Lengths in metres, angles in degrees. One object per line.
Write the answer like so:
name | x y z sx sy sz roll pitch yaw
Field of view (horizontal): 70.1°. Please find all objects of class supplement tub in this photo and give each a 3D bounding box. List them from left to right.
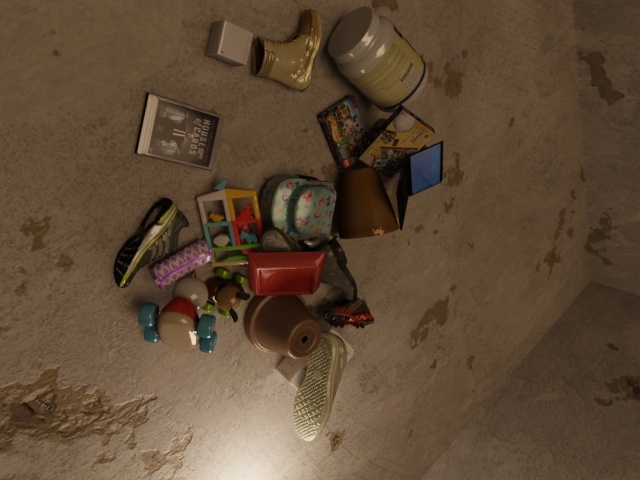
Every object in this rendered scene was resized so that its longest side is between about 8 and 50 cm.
supplement tub | 0.206 -0.635 1.623 0.325 0.235 0.235 29 86 -39

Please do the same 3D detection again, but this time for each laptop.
laptop | 0.378 -0.202 1.723 0.234 0.137 0.264 70 31 -53

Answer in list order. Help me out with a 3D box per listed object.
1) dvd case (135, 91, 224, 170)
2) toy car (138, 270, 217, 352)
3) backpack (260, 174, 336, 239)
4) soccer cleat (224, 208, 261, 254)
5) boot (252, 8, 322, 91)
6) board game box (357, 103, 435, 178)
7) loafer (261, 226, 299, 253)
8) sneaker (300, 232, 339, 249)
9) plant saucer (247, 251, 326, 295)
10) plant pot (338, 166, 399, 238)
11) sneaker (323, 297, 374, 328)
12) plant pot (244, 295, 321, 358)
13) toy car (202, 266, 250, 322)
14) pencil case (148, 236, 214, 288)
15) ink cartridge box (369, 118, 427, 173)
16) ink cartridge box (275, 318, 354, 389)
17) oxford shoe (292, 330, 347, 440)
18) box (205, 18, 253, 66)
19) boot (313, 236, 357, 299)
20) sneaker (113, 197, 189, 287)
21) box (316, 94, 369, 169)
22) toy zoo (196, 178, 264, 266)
dvd case | -0.422 -0.323 1.384 0.239 0.030 0.179 8 99 -38
toy car | -0.428 0.212 1.475 0.210 0.219 0.237 102 -1 -51
backpack | -0.079 -0.119 1.614 0.254 0.191 0.225 4 103 -33
soccer cleat | -0.255 -0.005 1.589 0.083 0.095 0.248 -24 109 13
boot | -0.111 -0.639 1.479 0.204 0.095 0.261 5 105 -37
board game box | 0.275 -0.355 1.674 0.165 0.042 0.243 28 126 -25
loafer | -0.132 0.022 1.551 0.251 0.095 0.087 66 20 -55
sneaker | 0.000 0.000 1.787 0.191 0.071 0.082 7 90 -43
plant saucer | -0.119 0.126 1.583 0.259 0.047 0.258 0 147 -6
plant pot | 0.169 -0.151 1.775 0.237 0.237 0.254 -15 100 -33
sneaker | 0.108 0.293 1.913 0.276 0.098 0.135 12 53 -43
plant pot | -0.117 0.319 1.688 0.263 0.229 0.262 -12 110 -35
toy car | -0.296 0.197 1.539 0.149 0.188 0.155 26 88 -39
pencil case | -0.440 0.075 1.458 0.206 0.088 0.086 -33 123 -23
ink cartridge box | 0.329 -0.367 1.827 0.088 0.193 0.234 -50 126 -13
ink cartridge box | -0.018 0.497 1.889 0.273 0.115 0.198 -48 127 -14
oxford shoe | 0.006 0.560 1.762 0.130 0.169 0.449 2 103 -55
box | -0.274 -0.591 1.372 0.102 0.087 0.101 9 99 -38
boot | 0.007 0.149 1.791 0.223 0.118 0.338 -28 129 -6
sneaker | -0.506 0.023 1.383 0.300 0.111 0.121 -55 132 -7
box | 0.096 -0.408 1.735 0.159 0.044 0.233 -39 124 -21
toy zoo | -0.289 -0.058 1.498 0.193 0.030 0.293 -5 112 3
